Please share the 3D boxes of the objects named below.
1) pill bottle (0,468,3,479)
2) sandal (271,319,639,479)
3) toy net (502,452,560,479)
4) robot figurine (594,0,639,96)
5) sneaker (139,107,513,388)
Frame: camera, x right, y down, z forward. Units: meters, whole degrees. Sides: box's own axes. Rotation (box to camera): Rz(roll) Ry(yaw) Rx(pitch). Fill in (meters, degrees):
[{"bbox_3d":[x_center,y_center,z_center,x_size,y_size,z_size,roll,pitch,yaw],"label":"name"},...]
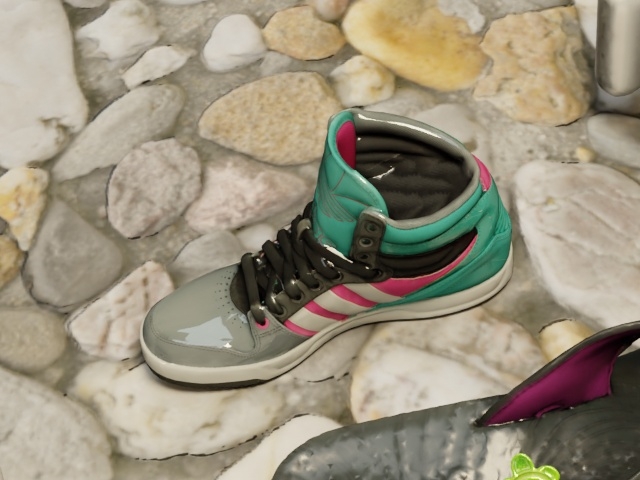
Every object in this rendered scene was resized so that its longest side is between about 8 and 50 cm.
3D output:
[{"bbox_3d":[-0.318,0.184,0.815,0.186,0.112,0.112,3,51,9],"label":"pill bottle"},{"bbox_3d":[0.182,0.133,0.789,0.445,0.107,0.168,-17,50,-5],"label":"sandal"},{"bbox_3d":[0.141,0.246,0.704,0.122,0.045,0.232,-33,77,3],"label":"toy net"},{"bbox_3d":[0.389,-0.216,0.988,0.353,0.200,0.300,-30,54,-16],"label":"robot figurine"},{"bbox_3d":[0.000,0.000,0.878,0.295,0.178,0.124,-18,51,-7],"label":"sneaker"}]
